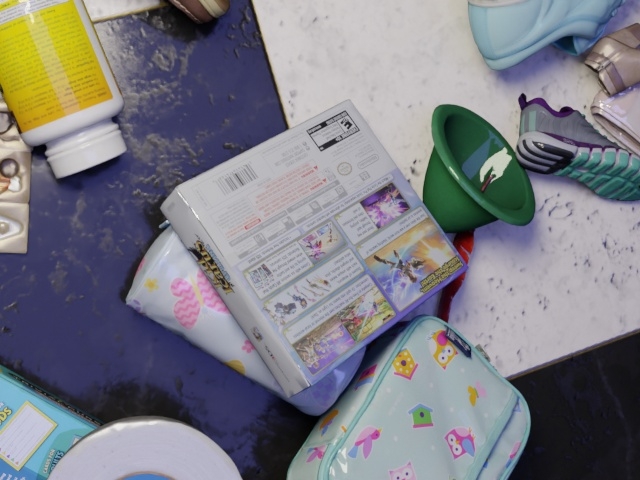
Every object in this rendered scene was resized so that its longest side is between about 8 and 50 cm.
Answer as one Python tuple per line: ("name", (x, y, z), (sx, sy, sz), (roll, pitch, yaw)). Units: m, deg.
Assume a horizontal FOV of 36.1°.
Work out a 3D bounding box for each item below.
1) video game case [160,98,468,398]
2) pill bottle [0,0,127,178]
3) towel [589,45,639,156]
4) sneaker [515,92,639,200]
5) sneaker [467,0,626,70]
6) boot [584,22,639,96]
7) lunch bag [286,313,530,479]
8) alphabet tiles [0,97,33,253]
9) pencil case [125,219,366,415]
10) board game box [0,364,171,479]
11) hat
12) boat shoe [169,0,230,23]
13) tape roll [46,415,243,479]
("video game case", (0.000, 0.000, 1.083), (0.269, 0.061, 0.244), (-32, 84, -36))
("pill bottle", (-0.284, -0.180, 1.043), (0.117, 0.117, 0.215), (-24, 102, -14))
("towel", (0.558, -0.210, 1.316), (0.317, 0.053, 0.332), (37, 81, -13))
("sneaker", (0.347, -0.122, 1.246), (0.223, 0.083, 0.098), (16, 61, -25))
("sneaker", (0.329, -0.319, 1.235), (0.365, 0.135, 0.150), (-24, 125, -19))
("boot", (0.393, -0.212, 1.232), (0.087, 0.042, 0.118), (-41, 79, 2))
("lunch bag", (0.115, 0.235, 1.122), (0.224, 0.108, 0.279), (43, 60, -10))
("alphabet tiles", (-0.485, -0.078, 1.048), (0.342, 0.011, 0.285), (3, 88, -15))
("pencil case", (-0.080, 0.085, 1.104), (0.273, 0.113, 0.124), (32, 83, -12))
("board game box", (-0.337, 0.285, 1.048), (0.336, 0.079, 0.254), (33, 80, -12))
("hat", (0.144, -0.036, 1.212), (0.173, 0.183, 0.209), (30, 38, -25))
("boat shoe", (-0.249, -0.352, 1.077), (0.123, 0.123, 0.342), (-41, 109, 18))
("tape roll", (-0.180, 0.290, 0.999), (0.219, 0.072, 0.219), (1, 83, -11))
